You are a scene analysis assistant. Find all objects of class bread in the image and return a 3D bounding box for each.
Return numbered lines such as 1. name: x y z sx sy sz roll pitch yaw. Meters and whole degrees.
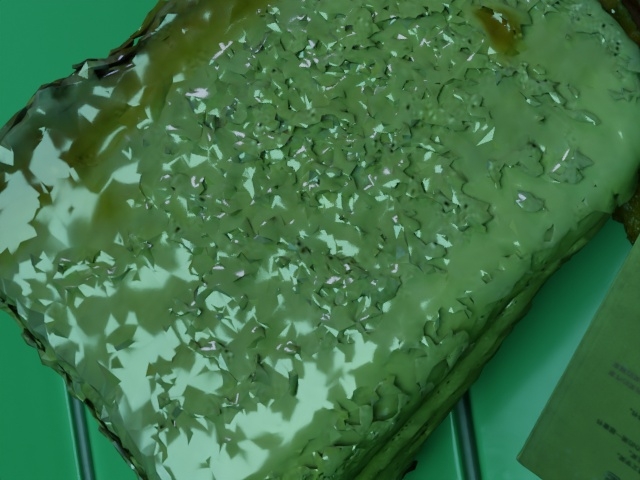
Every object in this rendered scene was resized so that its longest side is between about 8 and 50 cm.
1. bread: 0.000 0.000 0.793 0.315 0.279 0.248 -37 72 -11

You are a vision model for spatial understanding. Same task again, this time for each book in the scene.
1. book: 0.197 0.093 0.727 0.168 0.013 0.192 36 130 18

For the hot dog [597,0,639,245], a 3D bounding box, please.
1. hot dog: 0.165 -0.053 0.745 0.083 0.068 0.289 -38 80 27
